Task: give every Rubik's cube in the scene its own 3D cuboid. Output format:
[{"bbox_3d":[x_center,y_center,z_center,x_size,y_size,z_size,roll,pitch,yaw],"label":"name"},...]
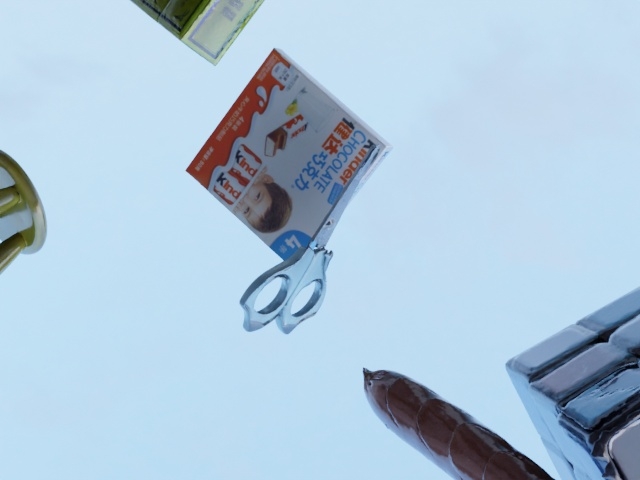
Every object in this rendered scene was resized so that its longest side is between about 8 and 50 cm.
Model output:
[{"bbox_3d":[0.479,0.237,1.428,0.363,0.362,0.359,-33,-174,-6],"label":"Rubik's cube"}]

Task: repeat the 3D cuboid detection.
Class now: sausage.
[{"bbox_3d":[0.194,0.269,1.441,0.087,0.088,0.433,-27,-139,-27],"label":"sausage"}]

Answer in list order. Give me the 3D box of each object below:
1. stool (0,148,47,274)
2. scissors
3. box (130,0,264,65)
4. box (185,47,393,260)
[{"bbox_3d":[-0.327,-0.018,1.089,0.110,0.134,0.135,-34,-173,-36],"label":"stool"},{"bbox_3d":[0.001,0.001,1.890,0.029,0.360,0.191,43,-162,34],"label":"scissors"},{"bbox_3d":[-0.142,-0.301,1.335,0.141,0.064,0.220,-53,-140,4],"label":"box"},{"bbox_3d":[-0.057,-0.138,2.010,0.265,0.273,0.048,41,-162,12],"label":"box"}]
